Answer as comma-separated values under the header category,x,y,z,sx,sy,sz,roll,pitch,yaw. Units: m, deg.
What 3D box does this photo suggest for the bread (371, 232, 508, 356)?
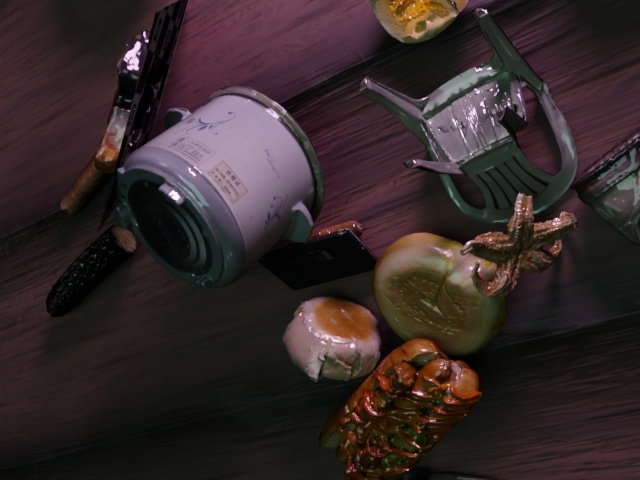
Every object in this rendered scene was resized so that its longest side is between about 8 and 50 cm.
category,x,y,z,sx,sy,sz,roll,pitch,yaw
bread,0.185,0.082,1.066,0.213,0.105,0.214,11,118,22

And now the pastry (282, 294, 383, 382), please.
category,x,y,z,sx,sy,sz,roll,pitch,yaw
pastry,0.022,0.161,1.137,0.165,0.166,0.088,26,119,17

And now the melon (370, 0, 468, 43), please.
category,x,y,z,sx,sy,sz,roll,pitch,yaw
melon,0.139,-0.361,1.006,0.160,0.079,0.128,45,134,8

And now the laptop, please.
category,x,y,z,sx,sy,sz,roll,pitch,yaw
laptop,-0.003,0.035,1.145,0.180,0.129,0.016,-16,52,27

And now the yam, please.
category,x,y,z,sx,sy,sz,roll,pitch,yaw
yam,-0.421,-0.143,1.323,0.264,0.046,0.046,-43,83,28

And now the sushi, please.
category,x,y,z,sx,sy,sz,roll,pitch,yaw
sushi,-0.308,-0.231,1.102,0.068,0.320,0.340,18,113,-9

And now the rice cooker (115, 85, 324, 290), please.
category,x,y,z,sx,sy,sz,roll,pitch,yaw
rice cooker,-0.146,-0.088,1.079,0.316,0.316,0.264,38,144,12

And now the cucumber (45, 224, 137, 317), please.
category,x,y,z,sx,sy,sz,roll,pitch,yaw
cucumber,-0.474,0.073,1.384,0.300,0.072,0.072,-38,85,26

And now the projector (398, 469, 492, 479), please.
category,x,y,z,sx,sy,sz,roll,pitch,yaw
projector,0.188,0.495,1.175,0.269,0.088,0.194,-21,96,27

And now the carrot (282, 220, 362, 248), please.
category,x,y,z,sx,sy,sz,roll,pitch,yaw
carrot,-0.001,-0.001,1.173,0.165,0.035,0.036,-15,96,29

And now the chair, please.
category,x,y,z,sx,sy,sz,roll,pitch,yaw
chair,0.220,-0.144,0.955,0.203,0.274,0.191,-28,66,29

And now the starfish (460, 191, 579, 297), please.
category,x,y,z,sx,sy,sz,roll,pitch,yaw
starfish,0.277,0.009,0.958,0.053,0.209,0.150,17,104,57

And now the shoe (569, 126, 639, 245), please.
category,x,y,z,sx,sy,sz,roll,pitch,yaw
shoe,0.486,-0.106,0.891,0.293,0.109,0.149,-39,89,30

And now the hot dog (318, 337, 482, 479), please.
category,x,y,z,sx,sy,sz,roll,pitch,yaw
hot dog,0.115,0.293,1.101,0.158,0.117,0.349,38,132,4
